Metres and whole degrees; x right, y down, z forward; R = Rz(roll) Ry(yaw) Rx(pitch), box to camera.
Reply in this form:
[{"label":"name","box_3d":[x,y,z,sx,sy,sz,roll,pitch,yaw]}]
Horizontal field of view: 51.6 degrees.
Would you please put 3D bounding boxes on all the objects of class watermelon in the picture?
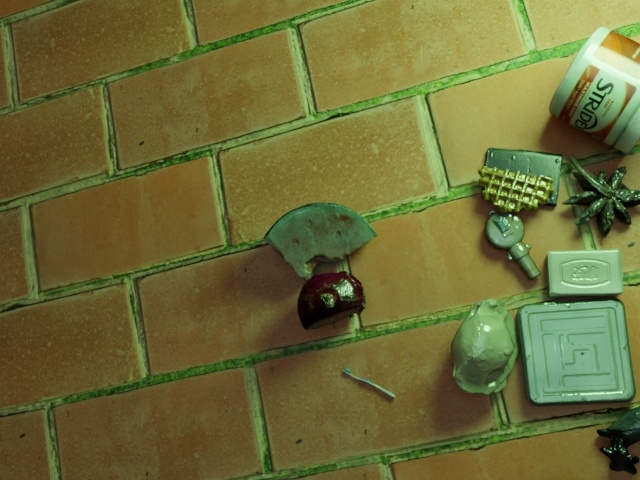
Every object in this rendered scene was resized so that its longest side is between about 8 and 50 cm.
[{"label":"watermelon","box_3d":[0.000,0.000,1.906,0.318,0.148,0.226,-1,98,-1]}]

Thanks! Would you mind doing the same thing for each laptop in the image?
[{"label":"laptop","box_3d":[0.560,-0.180,1.841,0.207,0.026,0.154,8,83,14]}]

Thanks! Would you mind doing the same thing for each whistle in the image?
[{"label":"whistle","box_3d":[0.524,0.009,1.803,0.107,0.057,0.220,-31,77,5]}]

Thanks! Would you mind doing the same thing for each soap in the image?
[{"label":"soap","box_3d":[0.693,0.089,1.747,0.183,0.064,0.122,-2,78,12]}]

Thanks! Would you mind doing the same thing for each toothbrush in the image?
[{"label":"toothbrush","box_3d":[0.136,0.399,1.848,0.162,0.014,0.017,28,107,15]}]

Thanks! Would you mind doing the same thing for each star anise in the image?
[{"label":"star anise","box_3d":[0.745,-0.126,1.758,0.231,0.089,0.209,29,80,4]}]

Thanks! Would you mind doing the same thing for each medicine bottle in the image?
[{"label":"medicine bottle","box_3d":[0.759,-0.390,1.714,0.240,0.252,0.253,32,89,16]}]

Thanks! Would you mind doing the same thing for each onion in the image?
[{"label":"onion","box_3d":[0.021,0.156,1.807,0.195,0.218,0.140,-14,77,9]}]

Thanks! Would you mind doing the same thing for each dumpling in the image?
[{"label":"dumpling","box_3d":[0.445,0.283,1.740,0.193,0.147,0.258,18,78,-16]}]

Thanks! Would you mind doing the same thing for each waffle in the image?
[{"label":"waffle","box_3d":[0.535,-0.151,1.807,0.191,0.046,0.161,-18,67,6]}]

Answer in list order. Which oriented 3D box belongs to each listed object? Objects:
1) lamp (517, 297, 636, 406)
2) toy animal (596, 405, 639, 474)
[{"label":"lamp","box_3d":[0.664,0.291,1.728,0.269,0.047,0.267,-6,81,12]},{"label":"toy animal","box_3d":[0.780,0.472,1.669,0.210,0.121,0.117,-49,29,-16]}]
